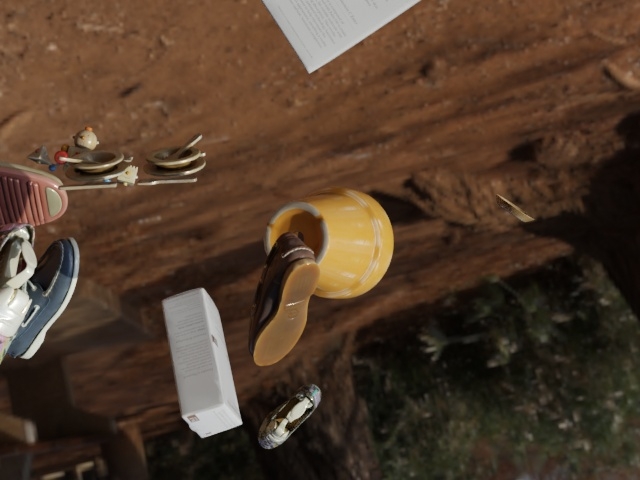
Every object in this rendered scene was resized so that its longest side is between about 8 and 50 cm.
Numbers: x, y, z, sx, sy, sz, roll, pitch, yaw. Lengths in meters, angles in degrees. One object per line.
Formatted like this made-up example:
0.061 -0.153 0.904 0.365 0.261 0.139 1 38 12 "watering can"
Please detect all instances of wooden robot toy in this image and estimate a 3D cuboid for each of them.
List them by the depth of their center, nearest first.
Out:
-0.368 -0.142 1.569 0.173 0.079 0.076 13 168 4 "wooden robot toy"

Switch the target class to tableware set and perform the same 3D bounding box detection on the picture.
-0.257 -0.114 1.378 0.194 0.039 0.128 -3 -157 1 "tableware set"

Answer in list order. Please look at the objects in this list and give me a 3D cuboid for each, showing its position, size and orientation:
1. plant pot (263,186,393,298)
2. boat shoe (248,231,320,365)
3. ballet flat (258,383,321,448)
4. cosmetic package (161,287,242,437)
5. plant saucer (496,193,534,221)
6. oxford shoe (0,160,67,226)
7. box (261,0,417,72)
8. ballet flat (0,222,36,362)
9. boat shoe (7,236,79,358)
0.000 0.000 1.767 0.205 0.205 0.188 -17 169 25 "plant pot"
-0.056 0.081 1.365 0.073 0.073 0.207 -5 134 -35 "boat shoe"
-0.044 0.232 1.297 0.114 0.041 0.041 -48 160 14 "ballet flat"
-0.208 0.212 1.746 0.085 0.231 0.117 -18 151 2 "cosmetic package"
0.352 -0.056 1.826 0.015 0.083 0.083 -56 159 10 "plant saucer"
-0.630 -0.117 1.750 0.396 0.146 0.141 7 128 0 "oxford shoe"
0.075 -0.491 1.799 0.345 0.215 0.168 -31 -172 19 "box"
-0.391 0.059 1.234 0.079 0.222 0.077 -21 136 18 "ballet flat"
-0.479 0.094 1.659 0.079 0.095 0.254 13 128 -37 "boat shoe"
